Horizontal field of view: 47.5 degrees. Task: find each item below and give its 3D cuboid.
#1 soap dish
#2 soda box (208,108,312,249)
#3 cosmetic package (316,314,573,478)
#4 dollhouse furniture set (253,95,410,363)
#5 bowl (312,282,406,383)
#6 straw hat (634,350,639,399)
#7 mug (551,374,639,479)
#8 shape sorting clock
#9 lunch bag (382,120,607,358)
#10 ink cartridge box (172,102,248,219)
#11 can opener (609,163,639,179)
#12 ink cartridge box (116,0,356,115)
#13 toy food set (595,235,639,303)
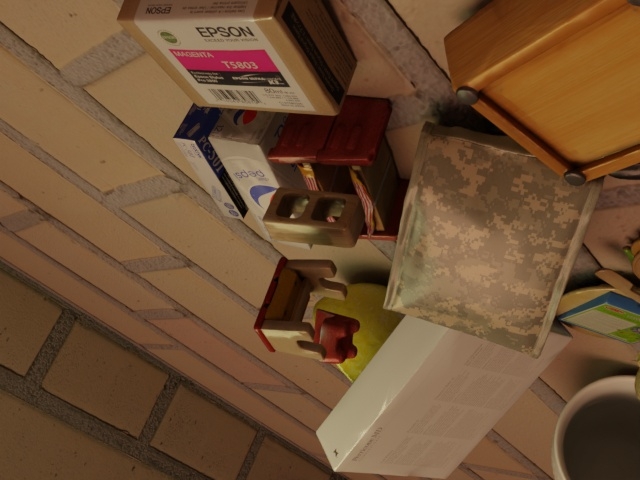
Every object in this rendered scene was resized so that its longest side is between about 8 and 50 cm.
[{"bbox_3d":[0.285,-0.175,0.703,0.229,0.118,0.291,33,154,-18],"label":"soap dish"},{"bbox_3d":[-0.074,-0.104,1.171,0.091,0.098,0.286,12,151,24],"label":"soda box"},{"bbox_3d":[0.210,0.248,1.249,0.284,0.377,0.097,17,-153,-39],"label":"cosmetic package"},{"bbox_3d":[0.000,0.000,0.994,0.152,0.374,0.201,7,148,24],"label":"dollhouse furniture set"},{"bbox_3d":[0.142,0.176,1.413,0.289,0.289,0.156,36,111,-23],"label":"bowl"},{"bbox_3d":[0.549,0.191,1.170,0.061,0.144,0.144,40,151,-13],"label":"straw hat"},{"bbox_3d":[0.576,0.482,1.418,0.276,0.374,0.328,19,161,22],"label":"mug"},{"bbox_3d":[0.486,0.118,1.176,0.206,0.040,0.206,13,158,5],"label":"shape sorting clock"},{"bbox_3d":[0.228,-0.018,0.983,0.235,0.169,0.287,17,129,12],"label":"lunch bag"},{"bbox_3d":[-0.160,-0.134,1.187,0.046,0.097,0.207,11,152,25],"label":"ink cartridge box"},{"bbox_3d":[0.423,-0.089,0.823,0.186,0.073,0.059,1,139,23],"label":"can opener"},{"bbox_3d":[-0.100,-0.247,0.903,0.234,0.088,0.193,9,161,30],"label":"ink cartridge box"},{"bbox_3d":[0.496,0.025,1.007,0.132,0.039,0.192,30,143,-24],"label":"toy food set"}]
